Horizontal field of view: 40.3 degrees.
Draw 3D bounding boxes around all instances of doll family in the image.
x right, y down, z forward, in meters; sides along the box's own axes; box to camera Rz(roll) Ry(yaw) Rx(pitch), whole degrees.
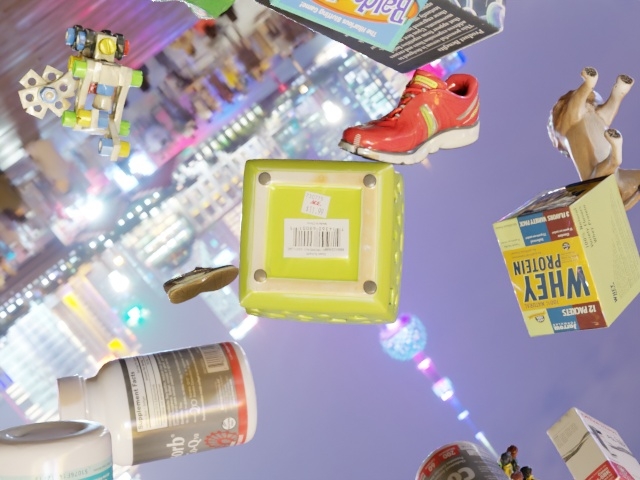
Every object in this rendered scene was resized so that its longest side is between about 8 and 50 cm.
[{"bbox_3d":[0.389,0.473,1.721,0.076,0.111,0.193,-16,-164,-11],"label":"doll family"}]

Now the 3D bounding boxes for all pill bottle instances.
[{"bbox_3d":[-0.308,0.349,1.001,0.146,0.264,0.146,-3,179,0],"label":"pill bottle"},{"bbox_3d":[-0.322,0.325,1.713,0.362,0.210,0.210,-7,178,-19],"label":"pill bottle"},{"bbox_3d":[0.279,0.478,1.484,0.161,0.161,0.283,-38,-159,-1],"label":"pill bottle"}]

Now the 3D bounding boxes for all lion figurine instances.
[{"bbox_3d":[0.542,-0.173,1.705,0.240,0.142,0.392,104,-10,-51],"label":"lion figurine"}]

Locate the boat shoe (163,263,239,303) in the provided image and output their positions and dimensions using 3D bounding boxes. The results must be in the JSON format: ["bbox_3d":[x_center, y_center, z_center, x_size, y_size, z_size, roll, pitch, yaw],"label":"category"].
[{"bbox_3d":[-0.228,0.072,1.667,0.152,0.049,0.056,-18,140,-32],"label":"boat shoe"}]

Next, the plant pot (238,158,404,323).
[{"bbox_3d":[0.000,0.000,1.186,0.228,0.227,0.207,3,176,4],"label":"plant pot"}]

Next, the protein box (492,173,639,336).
[{"bbox_3d":[0.408,0.022,1.416,0.136,0.200,0.201,-14,-171,40],"label":"protein box"}]

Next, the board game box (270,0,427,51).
[{"bbox_3d":[0.062,-0.310,0.896,0.210,0.160,0.047,-53,-142,35],"label":"board game box"}]

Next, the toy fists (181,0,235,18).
[{"bbox_3d":[-0.090,-0.324,0.691,0.096,0.142,0.279,28,-91,44],"label":"toy fists"}]

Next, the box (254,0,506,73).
[{"bbox_3d":[0.048,-0.445,1.148,0.212,0.395,0.294,-12,-116,55],"label":"box"}]

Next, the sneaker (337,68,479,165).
[{"bbox_3d":[0.129,-0.186,1.256,0.107,0.118,0.279,24,-147,37],"label":"sneaker"}]

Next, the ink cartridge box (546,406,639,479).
[{"bbox_3d":[0.377,0.299,1.163,0.056,0.099,0.135,-51,-152,18],"label":"ink cartridge box"}]

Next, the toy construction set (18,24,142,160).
[{"bbox_3d":[-0.434,-0.285,1.618,0.151,0.215,0.327,-1,-163,-42],"label":"toy construction set"}]
